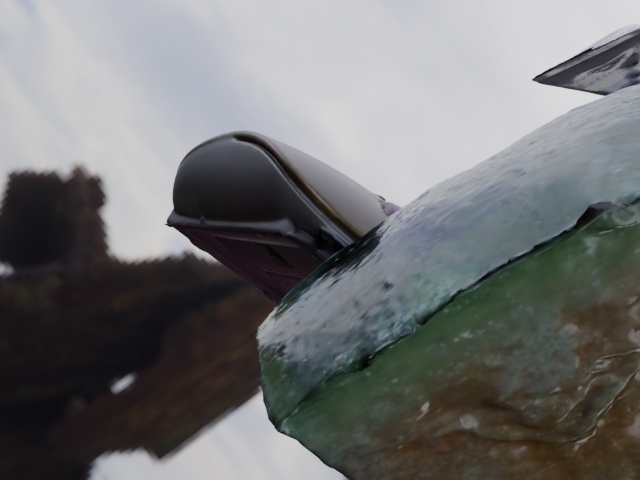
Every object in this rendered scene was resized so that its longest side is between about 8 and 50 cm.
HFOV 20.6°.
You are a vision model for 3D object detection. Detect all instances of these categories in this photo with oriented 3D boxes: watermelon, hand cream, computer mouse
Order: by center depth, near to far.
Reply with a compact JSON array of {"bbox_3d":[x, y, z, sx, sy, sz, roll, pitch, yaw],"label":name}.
[{"bbox_3d":[0.115,0.043,0.845,0.302,0.264,0.151,50,13,-45],"label":"watermelon"},{"bbox_3d":[0.000,0.000,1.054,0.158,0.072,0.310,36,-9,-17],"label":"computer mouse"},{"bbox_3d":[0.203,-0.121,1.190,0.142,0.084,0.053,-10,76,-65],"label":"hand cream"}]
